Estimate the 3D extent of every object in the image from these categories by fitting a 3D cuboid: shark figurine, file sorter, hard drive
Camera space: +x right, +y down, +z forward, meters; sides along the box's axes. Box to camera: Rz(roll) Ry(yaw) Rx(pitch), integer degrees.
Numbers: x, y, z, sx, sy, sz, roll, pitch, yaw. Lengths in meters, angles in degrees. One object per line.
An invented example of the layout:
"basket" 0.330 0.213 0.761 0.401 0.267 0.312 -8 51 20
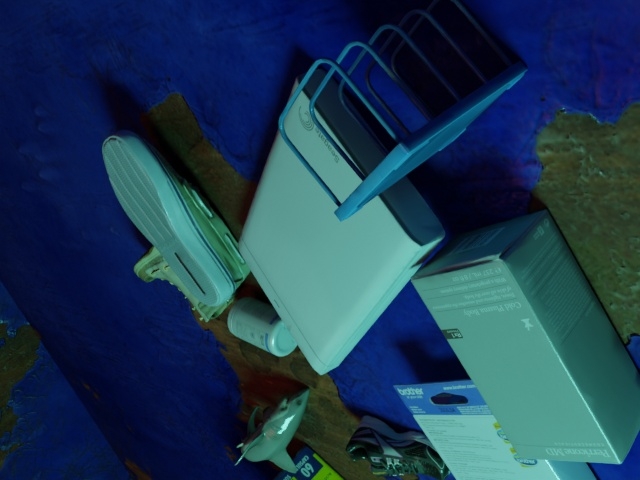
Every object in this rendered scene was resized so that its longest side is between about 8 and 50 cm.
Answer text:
"shark figurine" -0.091 0.383 1.260 0.116 0.166 0.278 39 147 -1
"file sorter" 0.065 -0.118 0.586 0.104 0.170 0.118 50 146 4
"hard drive" 0.000 0.000 0.839 0.233 0.047 0.353 56 149 18

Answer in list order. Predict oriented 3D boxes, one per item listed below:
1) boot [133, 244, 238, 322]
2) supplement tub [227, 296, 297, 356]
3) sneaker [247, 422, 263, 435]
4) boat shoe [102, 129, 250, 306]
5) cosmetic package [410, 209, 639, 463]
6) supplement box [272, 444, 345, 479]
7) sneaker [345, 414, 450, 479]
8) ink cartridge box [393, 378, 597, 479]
"boot" -0.236 0.072 1.198 0.165 0.077 0.213 50 143 -3
"supplement tub" -0.089 0.137 1.093 0.107 0.071 0.071 18 135 40
"sneaker" -0.140 0.416 1.444 0.040 0.044 0.109 43 147 7
"boat shoe" -0.218 -0.040 1.049 0.109 0.094 0.302 -15 111 43
"cosmetic package" 0.213 0.101 0.686 0.127 0.107 0.238 -23 101 52
"supplement box" 0.025 0.606 1.302 0.356 0.194 0.195 39 145 16
"sneaker" 0.114 0.334 1.044 0.178 0.077 0.072 5 127 46
"ink cartridge box" 0.243 0.284 0.862 0.311 0.065 0.186 54 146 -10
